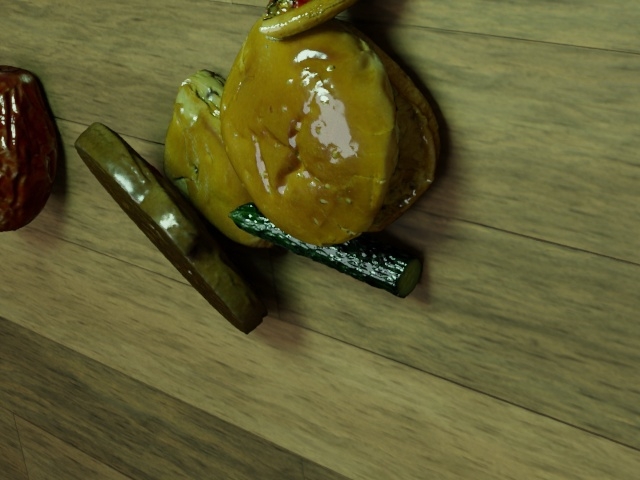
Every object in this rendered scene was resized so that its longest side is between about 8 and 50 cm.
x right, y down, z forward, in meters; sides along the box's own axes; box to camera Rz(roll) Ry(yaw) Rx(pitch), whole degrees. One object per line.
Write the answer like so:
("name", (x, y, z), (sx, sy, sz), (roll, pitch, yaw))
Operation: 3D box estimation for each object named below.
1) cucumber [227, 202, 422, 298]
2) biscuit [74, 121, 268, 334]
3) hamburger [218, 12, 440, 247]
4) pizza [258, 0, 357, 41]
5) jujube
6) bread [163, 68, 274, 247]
("cucumber", (0.000, 0.000, 1.903), (0.293, 0.067, 0.067), (22, 128, 24))
("biscuit", (-0.216, -0.023, 2.078), (0.394, 0.070, 0.350), (50, 171, -8))
("hamburger", (-0.001, -0.150, 1.785), (0.314, 0.170, 0.290), (49, 134, 22))
("pizza", (-0.016, -0.338, 1.710), (0.193, 0.201, 0.053), (48, 176, 47))
("jujube", (-0.565, -0.161, 2.443), (0.197, 0.197, 0.290), (19, 109, 44))
("bread", (-0.140, -0.112, 2.029), (0.235, 0.099, 0.210), (42, 137, 28))
